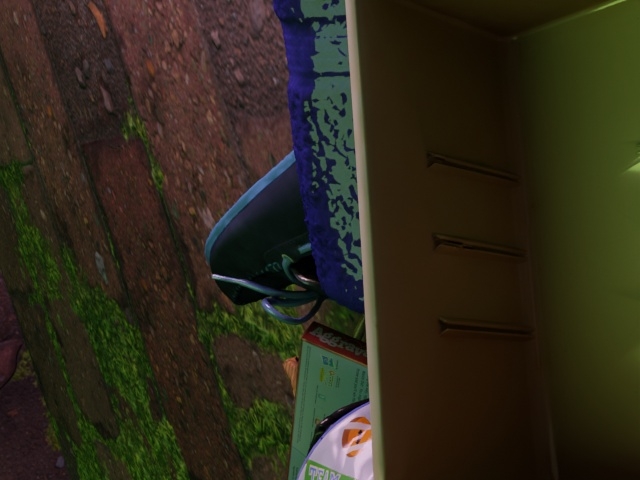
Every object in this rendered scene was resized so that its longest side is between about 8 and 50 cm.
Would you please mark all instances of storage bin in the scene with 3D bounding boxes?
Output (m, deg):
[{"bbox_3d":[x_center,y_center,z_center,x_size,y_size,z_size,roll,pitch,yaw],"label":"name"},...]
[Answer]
[{"bbox_3d":[0.150,-0.018,0.462,0.260,0.123,0.262,-14,73,44],"label":"storage bin"}]

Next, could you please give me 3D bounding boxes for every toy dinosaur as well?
[{"bbox_3d":[0.004,0.132,1.056,0.211,0.064,0.112,-30,80,63],"label":"toy dinosaur"}]

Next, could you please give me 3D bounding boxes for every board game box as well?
[{"bbox_3d":[0.041,0.201,1.001,0.145,0.027,0.281,22,134,17],"label":"board game box"}]

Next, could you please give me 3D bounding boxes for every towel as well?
[{"bbox_3d":[0.080,-0.100,0.685,0.228,0.076,0.308,5,112,35],"label":"towel"}]

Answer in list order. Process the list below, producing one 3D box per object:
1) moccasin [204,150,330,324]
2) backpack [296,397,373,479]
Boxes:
[{"bbox_3d":[0.000,0.000,0.895,0.117,0.138,0.342,60,153,8],"label":"moccasin"},{"bbox_3d":[0.094,0.230,0.760,0.213,0.276,0.263,14,114,53],"label":"backpack"}]
